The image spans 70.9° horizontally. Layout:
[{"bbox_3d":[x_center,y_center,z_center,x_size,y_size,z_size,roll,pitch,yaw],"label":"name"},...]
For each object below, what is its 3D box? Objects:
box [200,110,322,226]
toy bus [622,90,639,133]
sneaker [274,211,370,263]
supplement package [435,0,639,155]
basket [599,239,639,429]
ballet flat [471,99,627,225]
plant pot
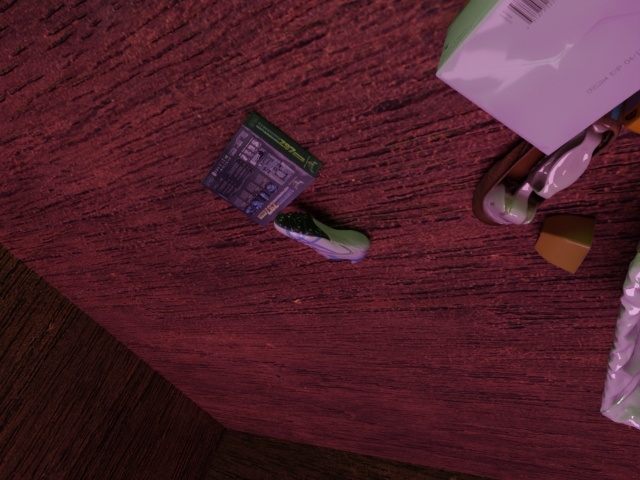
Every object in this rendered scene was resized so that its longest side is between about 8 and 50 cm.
[{"bbox_3d":[-0.135,-0.146,0.992,0.184,0.059,0.233,35,139,-15],"label":"box"},{"bbox_3d":[0.577,-0.151,0.560,0.333,0.130,0.108,22,163,1],"label":"toy bus"},{"bbox_3d":[0.000,0.000,1.046,0.238,0.085,0.086,18,126,-17],"label":"sneaker"},{"bbox_3d":[0.311,-0.278,0.552,0.204,0.145,0.262,31,140,-11],"label":"supplement package"},{"bbox_3d":[0.647,0.129,0.685,0.329,0.266,0.330,11,127,33],"label":"basket"},{"bbox_3d":[0.360,-0.102,0.750,0.116,0.124,0.342,27,142,-5],"label":"ballet flat"},{"bbox_3d":[0.460,-0.002,0.858,0.083,0.081,0.081,21,143,19],"label":"plant pot"}]
